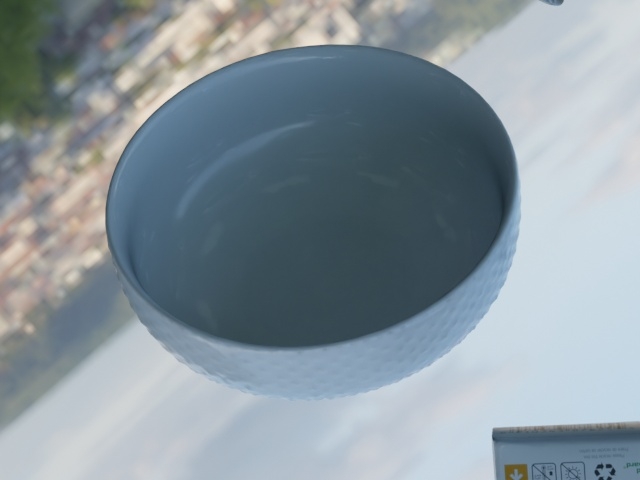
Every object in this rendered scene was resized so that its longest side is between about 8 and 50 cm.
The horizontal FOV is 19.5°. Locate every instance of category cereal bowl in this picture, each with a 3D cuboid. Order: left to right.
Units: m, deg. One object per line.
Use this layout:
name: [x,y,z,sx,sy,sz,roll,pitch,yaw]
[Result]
cereal bowl: [0.000,0.000,1.522,0.339,0.339,0.141,-42,145,-25]

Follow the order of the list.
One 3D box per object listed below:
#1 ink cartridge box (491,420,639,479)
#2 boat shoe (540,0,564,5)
ink cartridge box: [0.293,0.291,1.446,0.304,0.307,0.072,-3,-172,5]
boat shoe: [0.172,-0.275,1.670,0.049,0.152,0.056,-49,-170,-15]
